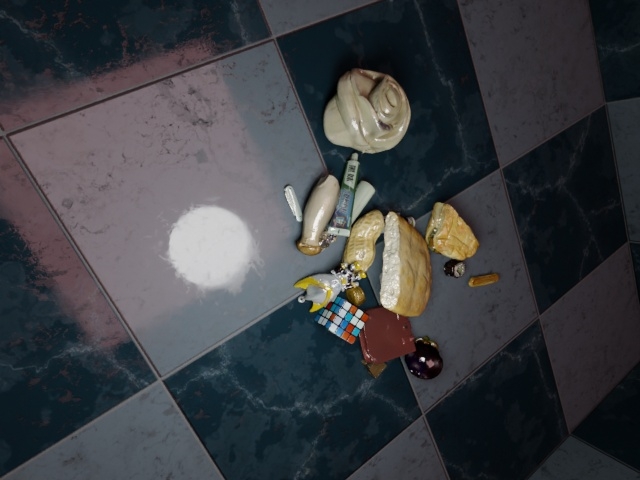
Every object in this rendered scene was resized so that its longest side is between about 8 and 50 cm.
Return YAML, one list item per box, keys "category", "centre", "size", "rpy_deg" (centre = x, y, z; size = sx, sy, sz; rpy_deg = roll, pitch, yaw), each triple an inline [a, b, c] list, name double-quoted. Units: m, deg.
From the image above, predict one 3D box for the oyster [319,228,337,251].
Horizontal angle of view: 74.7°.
- category: "oyster"
  centre: [-0.002, 0.009, 1.842]
  size: [0.103, 0.051, 0.148]
  rpy_deg: [43, 88, -17]

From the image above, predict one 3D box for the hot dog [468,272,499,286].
- category: "hot dog"
  centre: [0.901, 0.220, 2.328]
  size: [0.215, 0.047, 0.066]
  rpy_deg: [-8, 115, -26]

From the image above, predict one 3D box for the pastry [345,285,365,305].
- category: "pastry"
  centre: [0.161, 0.252, 1.930]
  size: [0.057, 0.097, 0.109]
  rpy_deg: [-20, 106, -24]

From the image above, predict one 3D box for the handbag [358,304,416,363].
- category: "handbag"
  centre: [0.315, 0.437, 2.013]
  size: [0.275, 0.084, 0.260]
  rpy_deg: [-8, 82, -26]

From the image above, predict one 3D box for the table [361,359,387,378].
- category: "table"
  centre: [0.257, 0.602, 2.042]
  size: [0.083, 0.070, 0.082]
  rpy_deg: [-44, 112, -16]

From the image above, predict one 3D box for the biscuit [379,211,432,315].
- category: "biscuit"
  centre: [0.416, 0.146, 1.942]
  size: [0.446, 0.103, 0.430]
  rpy_deg: [33, 58, -46]

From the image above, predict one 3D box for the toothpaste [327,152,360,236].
- category: "toothpaste"
  centre: [0.114, -0.205, 1.824]
  size: [0.098, 0.061, 0.393]
  rpy_deg: [9, 74, 11]

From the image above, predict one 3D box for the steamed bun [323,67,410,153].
- category: "steamed bun"
  centre: [0.224, -0.546, 1.768]
  size: [0.367, 0.255, 0.343]
  rpy_deg: [10, 90, -29]

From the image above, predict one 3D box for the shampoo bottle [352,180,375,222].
- category: "shampoo bottle"
  centre: [0.140, -0.143, 1.873]
  size: [0.085, 0.085, 0.263]
  rpy_deg: [41, 79, -25]

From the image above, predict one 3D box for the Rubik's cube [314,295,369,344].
- category: "Rubik's cube"
  centre: [0.092, 0.348, 1.880]
  size: [0.155, 0.151, 0.154]
  rpy_deg: [37, 79, -26]

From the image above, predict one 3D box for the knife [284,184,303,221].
- category: "knife"
  centre: [-0.114, -0.156, 1.777]
  size: [0.044, 0.023, 0.162]
  rpy_deg: [-27, 108, -23]

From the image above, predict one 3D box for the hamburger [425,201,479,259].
- category: "hamburger"
  centre: [0.625, -0.016, 2.093]
  size: [0.209, 0.162, 0.330]
  rpy_deg: [-49, 117, -10]

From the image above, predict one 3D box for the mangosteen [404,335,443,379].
- category: "mangosteen"
  centre: [0.531, 0.586, 2.123]
  size: [0.194, 0.194, 0.231]
  rpy_deg: [51, 53, -23]

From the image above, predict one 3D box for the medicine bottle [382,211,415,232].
- category: "medicine bottle"
  centre: [0.345, -0.083, 2.004]
  size: [0.220, 0.061, 0.092]
  rpy_deg: [-12, 78, -25]

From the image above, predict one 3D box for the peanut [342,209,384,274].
- category: "peanut"
  centre: [0.193, 0.012, 1.884]
  size: [0.140, 0.153, 0.326]
  rpy_deg: [21, 94, -30]

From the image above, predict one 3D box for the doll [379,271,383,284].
- category: "doll"
  centre: [0.349, 0.224, 2.015]
  size: [0.106, 0.110, 0.181]
  rpy_deg: [-19, 114, 9]

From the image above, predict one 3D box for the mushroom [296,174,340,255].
- category: "mushroom"
  centre: [-0.010, -0.107, 1.774]
  size: [0.128, 0.128, 0.351]
  rpy_deg: [18, 86, -28]

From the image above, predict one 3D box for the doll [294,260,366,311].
- category: "doll"
  centre: [0.043, 0.198, 1.823]
  size: [0.316, 0.103, 0.146]
  rpy_deg: [-29, 130, 7]

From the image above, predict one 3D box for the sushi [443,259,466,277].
- category: "sushi"
  centre: [0.702, 0.142, 2.196]
  size: [0.094, 0.084, 0.098]
  rpy_deg: [-17, 100, -20]
